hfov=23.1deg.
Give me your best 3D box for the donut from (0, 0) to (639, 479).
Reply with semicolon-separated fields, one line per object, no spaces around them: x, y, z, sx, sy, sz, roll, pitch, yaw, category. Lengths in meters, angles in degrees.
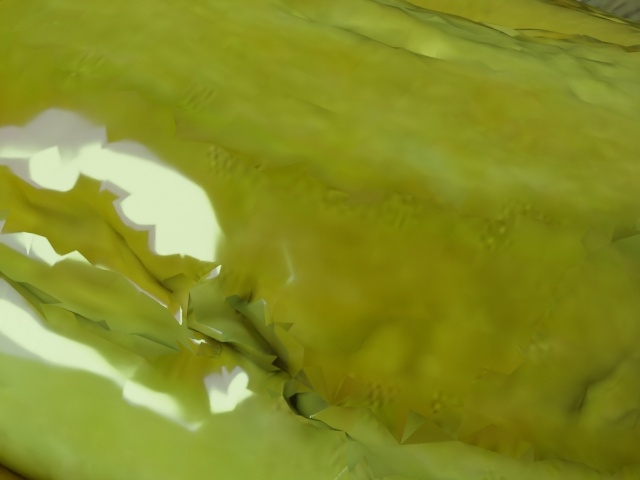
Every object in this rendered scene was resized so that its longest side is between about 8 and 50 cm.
0.000;0.000;0.517;0.449;0.448;0.198;38;118;53;donut
